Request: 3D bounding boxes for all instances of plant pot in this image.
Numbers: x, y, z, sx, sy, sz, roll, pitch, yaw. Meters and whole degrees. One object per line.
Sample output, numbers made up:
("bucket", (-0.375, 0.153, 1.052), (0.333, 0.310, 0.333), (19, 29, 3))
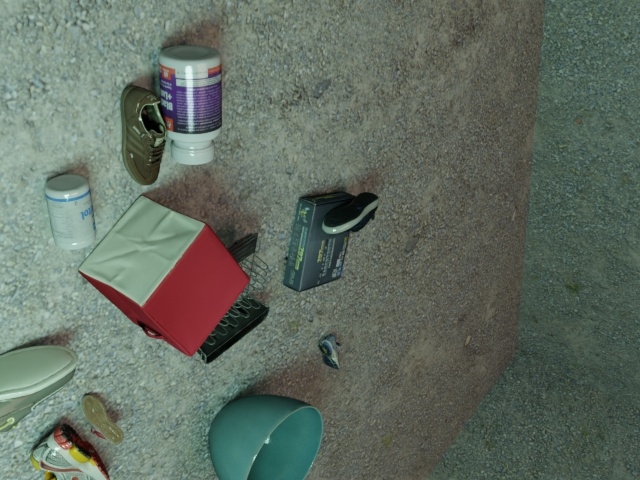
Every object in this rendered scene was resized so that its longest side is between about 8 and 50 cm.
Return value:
("plant pot", (-0.158, 0.493, 1.827), (0.290, 0.196, 0.290), (-34, 135, -41))

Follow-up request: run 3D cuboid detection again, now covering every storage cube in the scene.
("storage cube", (-0.281, 0.061, 1.374), (0.215, 0.184, 0.193), (-54, 145, -18))

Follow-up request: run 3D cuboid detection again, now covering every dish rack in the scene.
("dish rack", (-0.191, 0.116, 1.610), (0.208, 0.074, 0.271), (-38, 153, -40))

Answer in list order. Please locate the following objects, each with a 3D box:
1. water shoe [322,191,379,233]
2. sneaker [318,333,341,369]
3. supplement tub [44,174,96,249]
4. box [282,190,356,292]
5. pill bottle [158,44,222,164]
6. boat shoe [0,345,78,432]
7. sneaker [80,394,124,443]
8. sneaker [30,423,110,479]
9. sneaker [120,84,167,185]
("water shoe", (0.080, -0.047, 1.840), (0.203, 0.073, 0.080), (-34, 136, -41))
("sneaker", (0.039, 0.320, 2.152), (0.058, 0.052, 0.135), (-51, 146, -31))
("supplement tub", (-0.406, -0.047, 1.222), (0.071, 0.071, 0.107), (-33, 135, -42))
("box", (0.000, 0.000, 1.873), (0.183, 0.059, 0.232), (-13, 119, -52))
("pill bottle", (-0.228, -0.238, 1.329), (0.108, 0.108, 0.193), (-30, 133, -45))
("boat shoe", (-0.532, 0.264, 1.205), (0.305, 0.109, 0.091), (-24, 130, -40))
("sneaker", (-0.438, 0.349, 1.470), (0.042, 0.067, 0.118), (-42, 111, -31))
("sneaker", (-0.477, 0.431, 1.435), (0.093, 0.088, 0.225), (-34, 140, -12))
("sneaker", (-0.301, -0.171, 1.298), (0.066, 0.071, 0.188), (-37, 138, -39))
